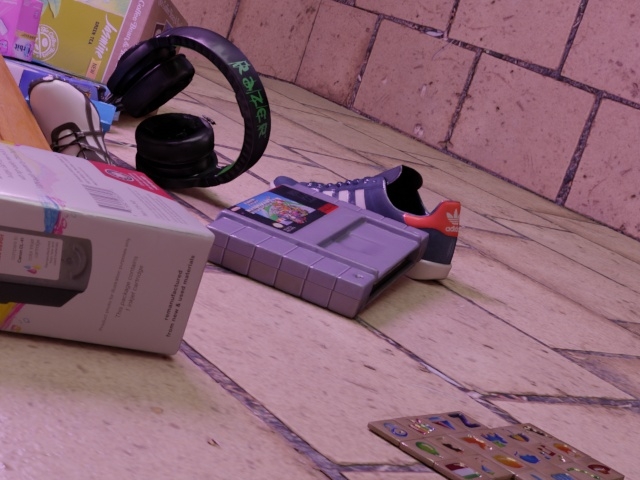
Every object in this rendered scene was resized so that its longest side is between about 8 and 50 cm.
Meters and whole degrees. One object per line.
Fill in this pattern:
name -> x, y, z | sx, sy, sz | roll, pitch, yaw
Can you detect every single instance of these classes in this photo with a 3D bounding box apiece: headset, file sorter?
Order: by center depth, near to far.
file sorter -> -0.365, -0.148, 1.721 | 0.118, 0.104, 0.170 | 17, 12, -11
headset -> -0.232, -0.211, 1.898 | 0.394, 0.243, 0.185 | -2, 24, 36

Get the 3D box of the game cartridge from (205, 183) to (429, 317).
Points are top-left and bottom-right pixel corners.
game cartridge -> 0.000, 0.000, 1.649 | 0.230, 0.068, 0.355 | 25, 18, 12

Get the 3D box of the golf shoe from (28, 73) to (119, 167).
golf shoe -> -0.302, -0.112, 1.508 | 0.077, 0.198, 0.094 | -25, 23, 7

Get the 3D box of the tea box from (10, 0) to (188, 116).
tea box -> -0.463, -0.414, 2.375 | 0.323, 0.220, 0.329 | 18, -2, 5

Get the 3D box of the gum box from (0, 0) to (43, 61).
gum box -> -0.591, -0.387, 2.132 | 0.188, 0.107, 0.062 | 15, 5, 23

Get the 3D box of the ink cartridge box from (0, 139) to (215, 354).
ink cartridge box -> -0.285, -0.009, 1.127 | 0.306, 0.131, 0.226 | 11, 14, -28

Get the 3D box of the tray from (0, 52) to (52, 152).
tray -> -0.461, -0.179, 1.460 | 0.203, 0.076, 0.411 | 14, 28, -41

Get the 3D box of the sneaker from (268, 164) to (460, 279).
sneaker -> 0.075, -0.064, 1.908 | 0.350, 0.148, 0.131 | 25, 13, 30

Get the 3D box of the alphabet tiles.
alphabet tiles -> 0.187, 0.210, 1.147 | 0.198, 0.009, 0.237 | 27, 14, 37

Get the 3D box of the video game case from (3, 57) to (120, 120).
video game case -> -0.521, -0.279, 2.116 | 0.244, 0.061, 0.269 | 19, 7, 27
